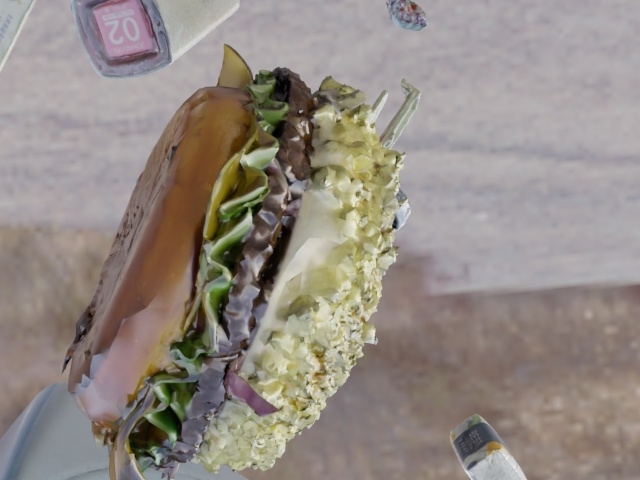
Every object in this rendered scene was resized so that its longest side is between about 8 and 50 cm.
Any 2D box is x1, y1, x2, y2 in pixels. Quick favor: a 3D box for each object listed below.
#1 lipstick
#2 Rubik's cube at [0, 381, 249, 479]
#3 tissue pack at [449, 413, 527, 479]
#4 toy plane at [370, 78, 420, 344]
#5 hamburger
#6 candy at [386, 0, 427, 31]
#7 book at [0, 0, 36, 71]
[{"bbox_3d":[-0.106,-0.210,1.510,0.079,0.077,0.253,-9,-159,26],"label":"lipstick"},{"bbox_3d":[-0.172,0.358,1.421,0.352,0.347,0.351,36,-167,-6],"label":"Rubik's cube"},{"bbox_3d":[0.148,0.195,1.635,0.042,0.062,0.083,-38,-162,3],"label":"tissue pack"},{"bbox_3d":[0.000,0.000,1.353,0.104,0.242,0.256,28,151,18],"label":"toy plane"},{"bbox_3d":[-0.045,0.027,1.013,0.139,0.261,0.243,24,-159,-11],"label":"hamburger"},{"bbox_3d":[0.078,-0.280,1.747,0.045,0.175,0.043,20,-141,37],"label":"candy"},{"bbox_3d":[-0.363,-0.241,1.551,0.026,0.289,0.201,-41,171,-45],"label":"book"}]
